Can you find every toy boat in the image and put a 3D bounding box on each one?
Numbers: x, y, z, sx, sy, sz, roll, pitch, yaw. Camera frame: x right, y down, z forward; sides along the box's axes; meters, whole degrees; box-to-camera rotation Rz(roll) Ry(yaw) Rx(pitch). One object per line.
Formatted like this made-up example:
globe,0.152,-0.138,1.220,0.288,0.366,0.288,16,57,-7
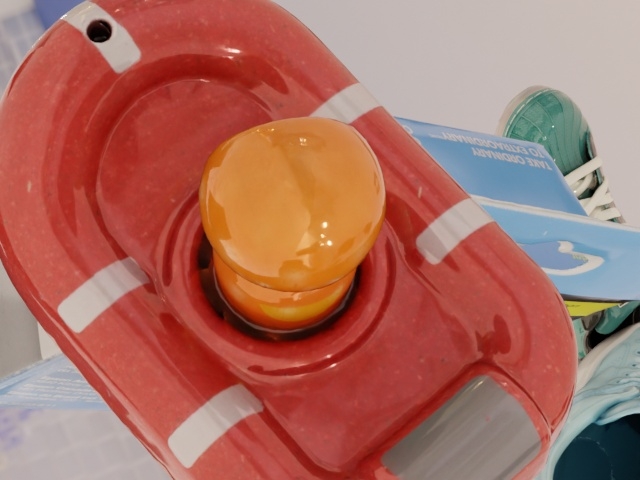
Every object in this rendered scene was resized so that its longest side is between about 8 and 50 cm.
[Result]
toy boat,-0.014,0.001,0.564,0.231,0.151,0.151,47,-18,12

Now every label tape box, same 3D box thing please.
label tape box,0.000,0.000,0.852,0.348,0.249,0.115,-26,-114,43

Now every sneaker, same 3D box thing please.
sneaker,0.238,0.006,1.448,0.121,0.108,0.302,27,-38,51
sneaker,0.256,0.162,1.326,0.135,0.366,0.150,51,-39,-2
